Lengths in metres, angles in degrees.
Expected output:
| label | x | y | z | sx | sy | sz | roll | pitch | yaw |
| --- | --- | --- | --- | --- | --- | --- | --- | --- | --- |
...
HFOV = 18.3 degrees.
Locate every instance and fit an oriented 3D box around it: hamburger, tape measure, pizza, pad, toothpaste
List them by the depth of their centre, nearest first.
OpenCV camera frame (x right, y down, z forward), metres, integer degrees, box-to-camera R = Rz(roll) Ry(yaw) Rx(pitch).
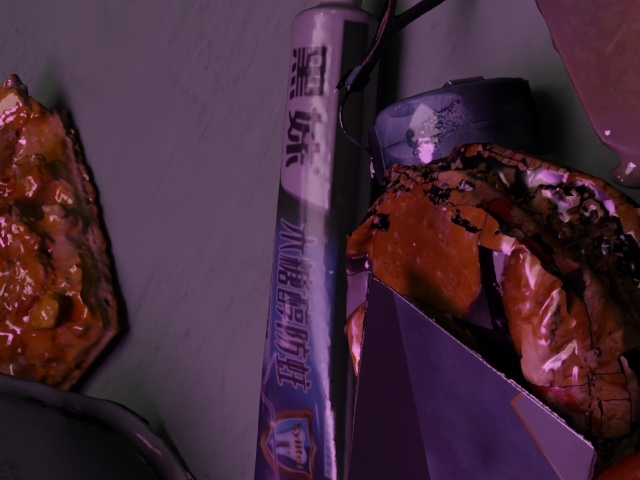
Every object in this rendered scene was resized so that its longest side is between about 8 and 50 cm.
| label | x | y | z | sx | sy | sz | roll | pitch | yaw |
| --- | --- | --- | --- | --- | --- | --- | --- | --- | --- |
| hamburger | 0.104 | 0.058 | 1.081 | 0.231 | 0.107 | 0.231 | 32 | 135 | 39 |
| pad | 0.072 | 0.148 | 1.082 | 0.164 | 0.004 | 0.243 | 38 | 141 | 32 |
| tape measure | 0.076 | -0.117 | 1.188 | 0.107 | 0.104 | 0.179 | -18 | 68 | 53 |
| toothpaste | 0.000 | 0.000 | 1.293 | 0.099 | 0.061 | 0.392 | -2 | 82 | 49 |
| pizza | -0.274 | 0.043 | 1.623 | 0.268 | 0.087 | 0.257 | -51 | 43 | 35 |

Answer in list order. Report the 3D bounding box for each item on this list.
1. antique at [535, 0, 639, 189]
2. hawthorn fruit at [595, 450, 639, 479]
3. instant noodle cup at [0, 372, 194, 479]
| label | x | y | z | sx | sy | sz | roll | pitch | yaw |
| --- | --- | --- | --- | --- | --- | --- | --- | --- | --- |
| antique | 0.185 | -0.159 | 1.054 | 0.125 | 0.150 | 0.284 | -36 | 62 | 47 |
| hawthorn fruit | 0.179 | 0.180 | 0.917 | 0.169 | 0.169 | 0.188 | -34 | 16 | 43 |
| instant noodle cup | -0.233 | 0.274 | 1.383 | 0.308 | 0.294 | 0.294 | -53 | 44 | 18 |
